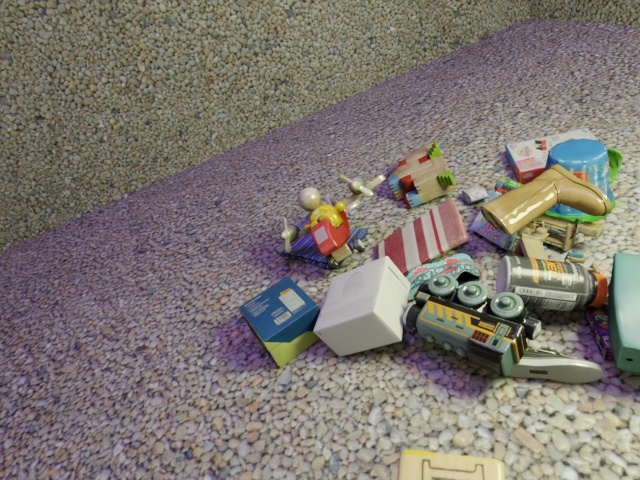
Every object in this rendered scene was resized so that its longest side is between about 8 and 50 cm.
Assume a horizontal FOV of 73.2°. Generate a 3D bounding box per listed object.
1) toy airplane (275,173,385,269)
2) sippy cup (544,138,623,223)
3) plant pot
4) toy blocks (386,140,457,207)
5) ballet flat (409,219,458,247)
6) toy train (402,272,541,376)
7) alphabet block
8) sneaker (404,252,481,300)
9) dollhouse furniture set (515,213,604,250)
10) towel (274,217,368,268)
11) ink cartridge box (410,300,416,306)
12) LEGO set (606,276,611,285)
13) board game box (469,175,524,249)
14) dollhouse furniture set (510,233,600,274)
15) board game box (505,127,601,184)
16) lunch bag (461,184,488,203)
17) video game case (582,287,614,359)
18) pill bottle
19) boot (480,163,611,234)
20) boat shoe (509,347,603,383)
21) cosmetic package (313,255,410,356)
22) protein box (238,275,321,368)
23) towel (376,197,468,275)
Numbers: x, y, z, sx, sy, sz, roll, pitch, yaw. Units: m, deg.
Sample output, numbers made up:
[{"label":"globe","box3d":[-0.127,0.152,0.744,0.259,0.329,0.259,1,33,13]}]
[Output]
[{"label":"toy airplane","box3d":[0.025,-0.100,1.610,0.386,0.272,0.385,-52,23,-22]},{"label":"sippy cup","box3d":[0.857,-0.211,1.449,0.240,0.223,0.305,9,44,35]},{"label":"plant pot","box3d":[0.746,0.176,0.972,0.166,0.165,0.234,7,52,33]},{"label":"toy blocks","box3d":[0.406,-0.271,1.830,0.261,0.190,0.381,-23,32,17]},{"label":"ballet flat","box3d":[0.406,-0.019,1.559,0.222,0.077,0.079,17,69,40]},{"label":"toy train","box3d":[0.377,0.209,1.117,0.334,0.142,0.190,17,56,41]},{"label":"alphabet block","box3d":[0.243,0.530,0.791,0.194,0.192,0.197,-3,40,21]},{"label":"sneaker","box3d":[0.375,0.129,1.340,0.262,0.104,0.125,-24,38,-3]},{"label":"dollhouse furniture set","box3d":[0.722,0.001,1.316,0.161,0.101,0.182,-24,32,-31]},{"label":"towel","box3d":[0.000,0.000,1.756,0.336,0.040,0.243,13,46,39]},{"label":"ink cartridge box","box3d":[0.326,0.227,1.275,0.123,0.052,0.088,11,46,38]},{"label":"LEGO set","box3d":[0.819,0.115,1.202,0.083,0.023,0.054,-10,36,15]},{"label":"board game box","box3d":[0.624,-0.096,1.460,0.160,0.039,0.211,46,115,53]},{"label":"dollhouse furniture set","box3d":[0.670,0.082,1.260,0.184,0.128,0.129,9,39,3]},{"label":"board game box","box3d":[0.932,-0.338,1.721,0.317,0.064,0.242,-9,36,15]},{"label":"lunch bag","box3d":[0.601,-0.174,1.678,0.071,0.053,0.083,-20,25,-3]},{"label":"video game case","box3d":[0.806,0.199,1.081,0.232,0.041,0.210,-8,35,18]},{"label":"pill bottle","box3d":[0.603,0.116,1.131,0.246,0.130,0.130,6,40,9]},{"label":"boot","box3d":[0.664,-0.091,1.286,0.270,0.089,0.236,-31,46,-5]},{"label":"boat shoe","box3d":[0.555,0.293,1.049,0.220,0.077,0.070,-2,40,27]},{"label":"cosmetic package","box3d":[0.128,0.198,1.281,0.224,0.138,0.224,-26,26,36]},{"label":"protein box","box3d":[-0.119,0.255,1.386,0.200,0.135,0.201,-33,37,-16]},{"label":"towel","box3d":[0.334,0.010,1.471,0.329,0.037,0.237,-34,26,26]}]
